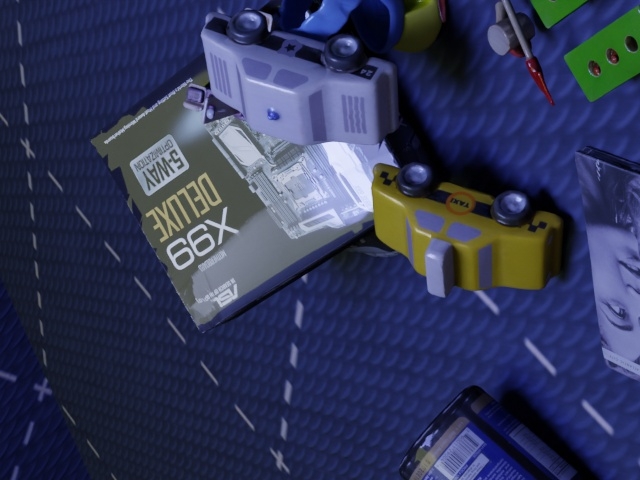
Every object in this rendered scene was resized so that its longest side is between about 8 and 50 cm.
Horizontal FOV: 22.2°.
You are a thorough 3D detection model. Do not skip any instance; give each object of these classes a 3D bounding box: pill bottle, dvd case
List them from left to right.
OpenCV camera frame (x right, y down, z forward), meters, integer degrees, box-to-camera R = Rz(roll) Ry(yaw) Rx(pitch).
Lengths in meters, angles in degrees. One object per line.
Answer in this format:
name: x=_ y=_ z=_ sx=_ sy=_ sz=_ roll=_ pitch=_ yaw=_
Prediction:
pill bottle: x=0.196 y=0.257 z=1.620 sx=0.219 sy=0.123 sz=0.123 roll=41 pitch=150 yaw=14
dvd case: x=0.287 y=0.040 z=1.372 sx=0.164 sy=0.018 sz=0.221 roll=27 pitch=138 yaw=51

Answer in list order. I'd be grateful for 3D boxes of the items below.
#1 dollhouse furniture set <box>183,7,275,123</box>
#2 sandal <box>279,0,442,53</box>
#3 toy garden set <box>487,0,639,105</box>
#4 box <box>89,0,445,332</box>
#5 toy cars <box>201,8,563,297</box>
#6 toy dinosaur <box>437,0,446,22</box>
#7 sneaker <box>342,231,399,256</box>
dollhouse furniture set: x=-0.097 y=-0.169 z=1.570 sx=0.091 sy=0.081 sz=0.114 roll=19 pitch=110 yaw=24
sandal: x=0.000 y=-0.300 z=1.442 sx=0.126 sy=0.138 sz=0.317 roll=3 pitch=116 yaw=65
toy garden set: x=0.173 y=-0.226 z=1.293 sx=0.244 sy=0.049 sz=0.204 roll=61 pitch=153 yaw=2
box: x=-0.059 y=-0.081 z=1.662 sx=0.307 sy=0.076 sz=0.242 roll=-32 pitch=85 yaw=31
toy cars: x=0.046 y=-0.063 z=1.458 sx=0.393 sy=0.087 sz=0.176 roll=41 pitch=146 yaw=-15
toy dinosaur: x=0.103 y=-0.230 z=1.335 sx=0.090 sy=0.047 sz=0.082 roll=36 pitch=154 yaw=-27
sneaker: x=0.000 y=0.000 z=1.742 sx=0.228 sy=0.132 sz=0.086 roll=-2 pitch=113 yaw=63
